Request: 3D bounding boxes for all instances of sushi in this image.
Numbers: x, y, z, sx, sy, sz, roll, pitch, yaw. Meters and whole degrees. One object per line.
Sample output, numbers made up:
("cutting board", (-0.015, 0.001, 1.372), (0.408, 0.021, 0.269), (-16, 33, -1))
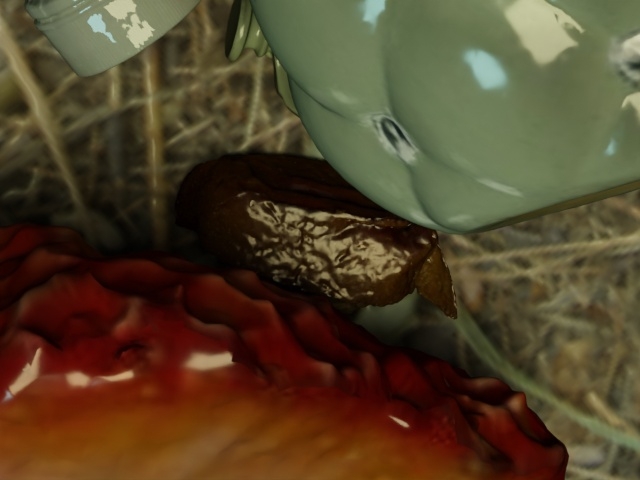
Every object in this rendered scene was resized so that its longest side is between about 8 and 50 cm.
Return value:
("sushi", (0.000, 0.000, 0.782), (0.120, 0.052, 0.055), (9, 115, -10))

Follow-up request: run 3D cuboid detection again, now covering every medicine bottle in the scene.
("medicine bottle", (-0.103, -0.132, 0.705), (0.080, 0.080, 0.130), (-32, 111, 6))

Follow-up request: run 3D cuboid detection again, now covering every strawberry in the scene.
("strawberry", (-0.071, 0.089, 0.760), (0.336, 0.149, 0.265), (1, 131, -23))

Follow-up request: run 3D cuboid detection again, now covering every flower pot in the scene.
("flower pot", (0.088, -0.113, 0.648), (0.246, 0.246, 0.195), (-15, 89, 0))

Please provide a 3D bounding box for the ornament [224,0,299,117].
("ornament", (0.008, -0.078, 0.760), (0.092, 0.041, 0.068), (39, 80, -7))
